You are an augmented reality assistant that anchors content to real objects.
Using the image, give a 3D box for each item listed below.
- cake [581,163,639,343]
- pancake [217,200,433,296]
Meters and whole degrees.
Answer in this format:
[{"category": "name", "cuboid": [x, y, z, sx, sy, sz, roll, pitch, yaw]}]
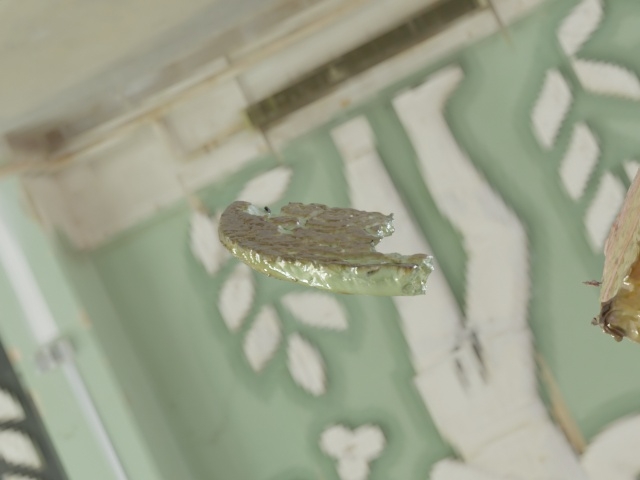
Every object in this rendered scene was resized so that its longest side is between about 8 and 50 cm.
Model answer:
[{"category": "cake", "cuboid": [0.540, 0.011, 2.284, 0.307, 0.314, 0.293, -57, 168, -75]}, {"category": "pancake", "cuboid": [-0.001, 0.005, 1.956, 0.197, 0.054, 0.376, -14, -160, -24]}]
